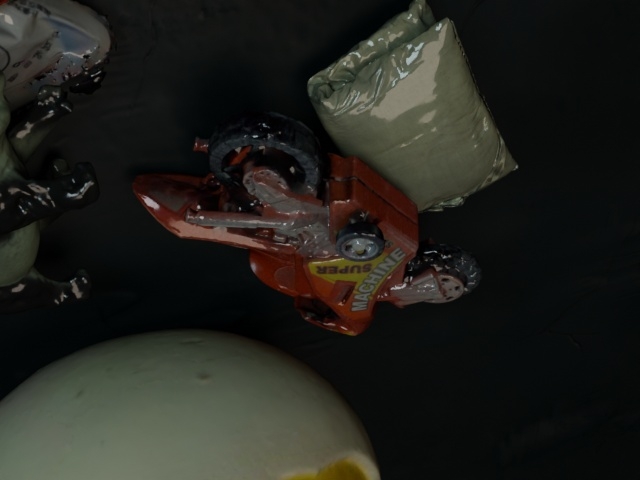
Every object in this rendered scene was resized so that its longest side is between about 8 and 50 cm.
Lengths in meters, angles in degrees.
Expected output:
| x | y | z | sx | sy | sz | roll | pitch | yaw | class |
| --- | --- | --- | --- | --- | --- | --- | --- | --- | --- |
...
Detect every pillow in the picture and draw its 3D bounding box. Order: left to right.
| x | y | z | sx | sy | sz | roll | pitch | yaw | class |
| --- | --- | --- | --- | --- | --- | --- | --- | --- | --- |
| 0.076 | -0.101 | 0.858 | 0.134 | 0.078 | 0.181 | -30 | 131 | 1 | pillow |

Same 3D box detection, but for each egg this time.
| x | y | z | sx | sy | sz | roll | pitch | yaw | class |
| --- | --- | --- | --- | --- | --- | --- | --- | --- | --- |
| -0.129 | 0.210 | 0.829 | 0.345 | 0.283 | 0.283 | 6 | 118 | -28 | egg |

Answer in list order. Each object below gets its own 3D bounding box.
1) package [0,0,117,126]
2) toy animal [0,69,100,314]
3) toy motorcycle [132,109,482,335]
| x | y | z | sx | sy | sz | roll | pitch | yaw | class |
| --- | --- | --- | --- | --- | --- | --- | --- | --- | --- |
| -0.275 | -0.122 | 0.667 | 0.269 | 0.071 | 0.194 | -22 | 135 | -3 | package |
| -0.223 | -0.031 | 0.709 | 0.121 | 0.094 | 0.225 | -13 | 152 | -22 | toy animal |
| 0.002 | -0.002 | 0.852 | 0.171 | 0.089 | 0.298 | -21 | 139 | 39 | toy motorcycle |
